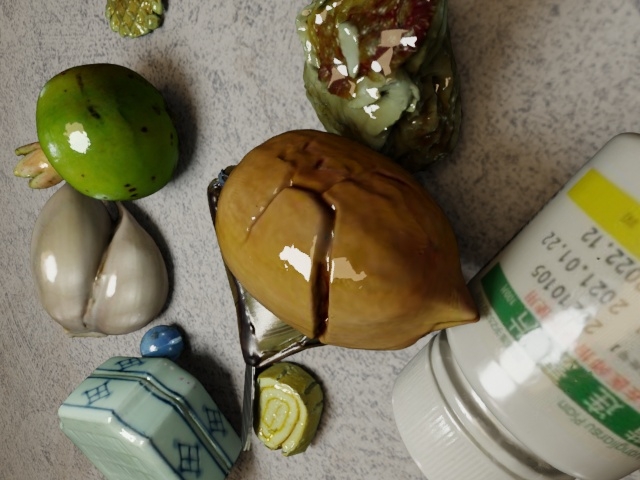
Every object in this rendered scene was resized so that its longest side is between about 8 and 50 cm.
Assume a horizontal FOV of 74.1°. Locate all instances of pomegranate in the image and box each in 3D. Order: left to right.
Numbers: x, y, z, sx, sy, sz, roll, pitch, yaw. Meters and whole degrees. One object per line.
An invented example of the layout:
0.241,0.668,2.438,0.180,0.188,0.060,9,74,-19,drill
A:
-0.390,-0.166,0.722,0.301,0.236,0.236,-16,91,7,pomegranate

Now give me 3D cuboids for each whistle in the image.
-0.330,0.217,0.857,0.158,0.090,0.090,-25,85,33,whistle

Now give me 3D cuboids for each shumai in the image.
0.048,-0.193,0.458,0.189,0.218,0.256,-17,90,21,shumai

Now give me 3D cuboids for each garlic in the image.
-0.425,0.024,0.853,0.231,0.246,0.340,-2,81,-10,garlic

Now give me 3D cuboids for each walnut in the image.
0.020,-0.002,0.424,0.297,0.203,0.203,27,113,33,walnut

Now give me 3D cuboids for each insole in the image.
-0.121,0.207,0.724,0.110,0.012,0.310,-140,54,-71,insole

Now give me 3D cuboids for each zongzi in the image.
0.000,0.000,0.589,0.300,0.138,0.286,-19,81,20,zongzi

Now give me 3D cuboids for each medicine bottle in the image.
0.234,0.096,0.395,0.208,0.208,0.340,44,119,18,medicine bottle

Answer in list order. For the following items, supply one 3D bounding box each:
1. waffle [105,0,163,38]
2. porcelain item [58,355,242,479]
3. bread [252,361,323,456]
-0.340,-0.462,0.760,0.169,0.036,0.184,13,105,32,waffle
-0.310,0.357,0.792,0.285,0.157,0.281,-11,115,35,porcelain item
-0.058,0.282,0.707,0.117,0.064,0.156,29,115,30,bread
